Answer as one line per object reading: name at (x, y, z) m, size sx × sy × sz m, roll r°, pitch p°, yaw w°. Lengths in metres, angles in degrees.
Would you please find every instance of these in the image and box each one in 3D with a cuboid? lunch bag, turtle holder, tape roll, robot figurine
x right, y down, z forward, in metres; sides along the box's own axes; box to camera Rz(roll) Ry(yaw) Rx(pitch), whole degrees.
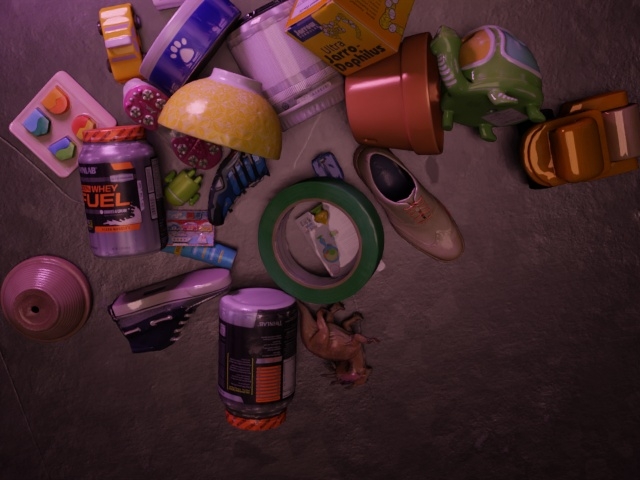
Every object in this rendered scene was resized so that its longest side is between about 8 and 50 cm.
lunch bag at (0.019, -0.183, 1.891) m, size 0.067 × 0.065 × 0.098 m, roll -28°, pitch 102°, yaw 4°
turtle holder at (0.382, -0.391, 1.764) m, size 0.320 × 0.243 × 0.227 m, roll 4°, pitch 76°, yaw -14°
tape roll at (0.000, 0.000, 1.873) m, size 0.321 × 0.077 × 0.321 m, roll 5°, pitch 107°, yaw 18°
robot figurine at (-0.355, -0.136, 1.886) m, size 0.115 × 0.067 × 0.101 m, roll -44°, pitch 105°, yaw 7°

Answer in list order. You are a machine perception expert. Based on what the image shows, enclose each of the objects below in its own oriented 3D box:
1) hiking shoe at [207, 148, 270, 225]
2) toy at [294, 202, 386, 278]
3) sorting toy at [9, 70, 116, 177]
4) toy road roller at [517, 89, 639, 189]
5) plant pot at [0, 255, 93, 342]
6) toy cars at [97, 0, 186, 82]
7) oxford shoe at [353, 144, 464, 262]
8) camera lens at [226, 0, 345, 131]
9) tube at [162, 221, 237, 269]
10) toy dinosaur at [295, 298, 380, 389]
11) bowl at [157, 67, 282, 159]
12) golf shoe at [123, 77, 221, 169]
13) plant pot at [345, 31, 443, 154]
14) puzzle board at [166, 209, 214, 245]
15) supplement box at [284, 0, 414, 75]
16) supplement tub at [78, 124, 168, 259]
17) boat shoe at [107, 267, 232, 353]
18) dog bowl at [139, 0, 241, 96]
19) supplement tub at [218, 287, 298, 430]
hiking shoe at (-0.197, -0.167, 1.863) m, size 0.132 × 0.113 × 0.304 m, roll 21°, pitch 102°, yaw -8°
toy at (0.054, 0.005, 1.938) m, size 0.137 × 0.056 × 0.237 m, roll -33°, pitch 97°, yaw 12°
sorting toy at (-0.656, -0.292, 1.856) m, size 0.208 × 0.038 × 0.193 m, roll -44°, pitch 100°, yaw 7°
toy road roller at (0.661, -0.238, 1.814) m, size 0.329 × 0.240 × 0.203 m, roll -14°, pitch 103°, yaw 1°
plant pot at (-0.729, 0.166, 1.917) m, size 0.237 × 0.110 × 0.237 m, roll -1°, pitch 102°, yaw -3°
toy cars at (-0.436, -0.573, 1.779) m, size 0.176 × 0.087 × 0.394 m, roll 29°, pitch 99°, yaw -8°
oxford shoe at (0.230, -0.083, 1.879) m, size 0.140 × 0.146 × 0.397 m, roll -45°, pitch 100°, yaw 7°
camera lens at (-0.079, -0.427, 1.756) m, size 0.219 × 0.219 × 0.274 m, roll -28°, pitch 102°, yaw 4°
tube at (-0.325, 0.020, 1.935) m, size 0.207 × 0.052 × 0.080 m, roll 18°, pitch 85°, yaw -1°
toy dinosaur at (0.031, 0.285, 1.970) m, size 0.295 × 0.127 × 0.200 m, roll 31°, pitch 106°, yaw -3°
bowl at (-0.206, -0.297, 1.651) m, size 0.289 × 0.289 × 0.156 m, roll 17°, pitch 98°, yaw -6°
golf shoe at (-0.366, -0.297, 1.821) m, size 0.115 × 0.140 × 0.306 m, roll -43°, pitch 129°, yaw 4°
plant pot at (0.180, -0.343, 1.769) m, size 0.203 × 0.291 × 0.291 m, roll -4°, pitch 103°, yaw 15°
puzzle board at (-0.343, -0.033, 1.918) m, size 0.128 × 0.011 × 0.096 m, roll 0°, pitch 76°, yaw -2°
supplement box at (0.096, -0.589, 1.645) m, size 0.195 × 0.194 × 0.357 m, roll 29°, pitch 69°, yaw -28°
supplement tub at (-0.493, -0.123, 1.820) m, size 0.193 × 0.193 × 0.316 m, roll -6°, pitch 102°, yaw -1°
boat shoe at (-0.378, 0.188, 1.939) m, size 0.340 × 0.127 × 0.158 m, roll -15°, pitch 109°, yaw 9°
dog bowl at (-0.304, -0.465, 1.717) m, size 0.104 × 0.265 × 0.265 m, roll 37°, pitch 98°, yaw -11°
supplement tub at (-0.165, 0.309, 1.919) m, size 0.207 × 0.207 × 0.338 m, roll 2°, pitch 102°, yaw -3°
